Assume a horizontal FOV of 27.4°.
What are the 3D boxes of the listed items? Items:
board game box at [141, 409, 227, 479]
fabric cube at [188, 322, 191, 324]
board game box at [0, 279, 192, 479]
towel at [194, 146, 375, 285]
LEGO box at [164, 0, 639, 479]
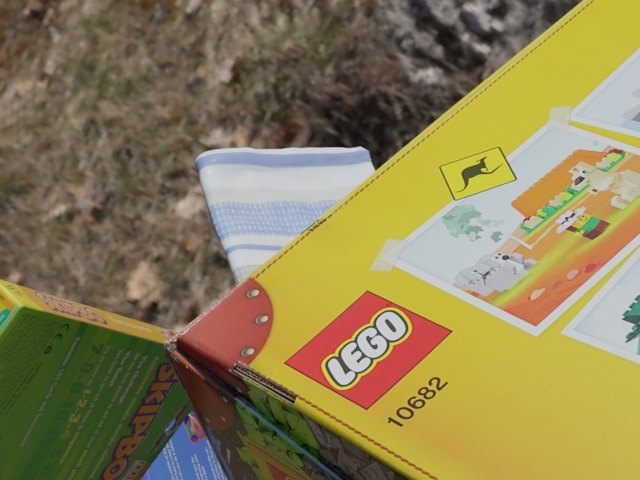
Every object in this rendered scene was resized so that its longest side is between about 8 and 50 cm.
[{"bbox_3d":[-0.090,0.275,1.247,0.078,0.233,0.347,-23,82,36],"label":"board game box"},{"bbox_3d":[0.019,0.211,1.584,0.259,0.254,0.258,0,96,35],"label":"fabric cube"},{"bbox_3d":[-0.156,0.102,0.819,0.039,0.259,0.124,39,94,27],"label":"board game box"},{"bbox_3d":[0.000,0.000,1.338,0.285,0.209,0.034,-113,30,-42],"label":"towel"},{"bbox_3d":[0.226,0.037,0.777,0.500,0.193,0.372,-39,40,-24],"label":"LEGO box"}]
